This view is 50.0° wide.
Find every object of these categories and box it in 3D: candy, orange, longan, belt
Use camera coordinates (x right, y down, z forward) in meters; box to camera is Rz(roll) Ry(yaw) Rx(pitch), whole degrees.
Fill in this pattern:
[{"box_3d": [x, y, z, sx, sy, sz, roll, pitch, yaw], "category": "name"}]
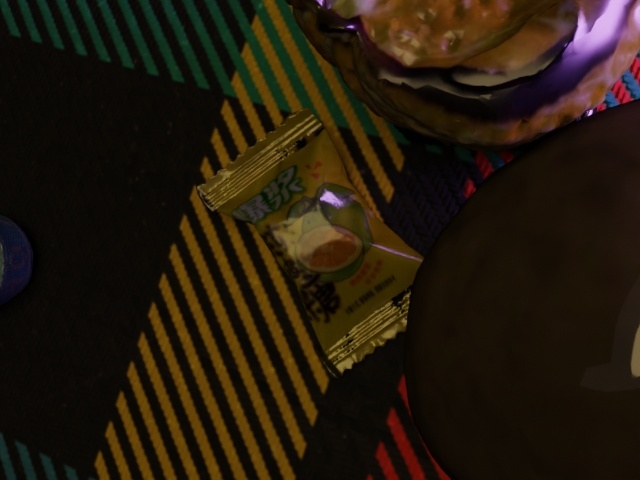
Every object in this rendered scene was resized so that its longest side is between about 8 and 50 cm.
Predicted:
[{"box_3d": [0.000, 0.000, 0.836, 0.187, 0.081, 0.297, -37, 86, 7], "category": "candy"}, {"box_3d": [0.114, -0.236, 0.620, 0.271, 0.210, 0.369, -40, 72, 1], "category": "orange"}, {"box_3d": [0.289, 0.082, 0.580, 0.435, 0.404, 0.404, -33, 75, 7], "category": "longan"}, {"box_3d": [-0.487, 0.034, 0.957, 0.162, 0.082, 0.148, 1, 92, 12], "category": "belt"}]

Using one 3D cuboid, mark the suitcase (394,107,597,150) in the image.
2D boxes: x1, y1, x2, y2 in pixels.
[{"box_3d": [0.212, -0.275, 0.785, 0.229, 0.152, 0.336, 6, 86, 18], "category": "suitcase"}]
